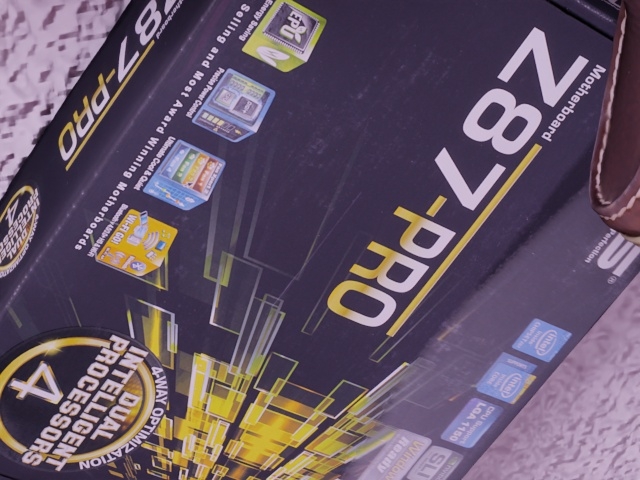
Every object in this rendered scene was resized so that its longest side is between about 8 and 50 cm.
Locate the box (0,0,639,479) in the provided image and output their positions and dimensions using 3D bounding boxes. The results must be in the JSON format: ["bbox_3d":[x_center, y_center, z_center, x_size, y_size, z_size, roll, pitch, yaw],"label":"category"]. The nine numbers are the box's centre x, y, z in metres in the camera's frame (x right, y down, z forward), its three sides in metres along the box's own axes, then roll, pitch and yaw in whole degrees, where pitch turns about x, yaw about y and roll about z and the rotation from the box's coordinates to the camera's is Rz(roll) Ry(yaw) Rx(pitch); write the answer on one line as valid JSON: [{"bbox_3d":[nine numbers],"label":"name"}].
[{"bbox_3d":[0.000,0.000,0.891,0.318,0.097,0.395,24,114,-33],"label":"box"}]

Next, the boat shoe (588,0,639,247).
[{"bbox_3d":[0.162,-0.169,0.751,0.123,0.123,0.342,13,94,-12],"label":"boat shoe"}]
